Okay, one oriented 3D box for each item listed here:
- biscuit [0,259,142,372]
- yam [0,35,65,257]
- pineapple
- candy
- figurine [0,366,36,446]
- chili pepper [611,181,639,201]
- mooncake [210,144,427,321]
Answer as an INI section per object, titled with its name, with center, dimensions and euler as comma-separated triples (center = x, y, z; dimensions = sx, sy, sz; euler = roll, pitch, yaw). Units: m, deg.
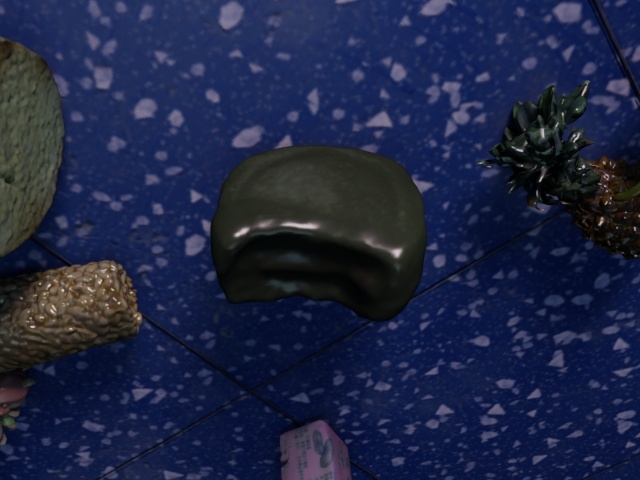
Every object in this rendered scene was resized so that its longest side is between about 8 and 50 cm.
[biscuit]
center = -0.253, 0.071, 0.631
dimensions = 0.169, 0.070, 0.082
euler = -11, 139, -2
[yam]
center = -0.339, -0.077, 0.439
dimensions = 0.305, 0.168, 0.168
euler = 8, 128, -12
[pineapple]
center = 0.245, -0.049, 0.591
dimensions = 0.221, 0.083, 0.103
euler = 27, 137, -27
[candy]
center = -0.001, 0.308, 0.805
dimensions = 0.073, 0.160, 0.092
euler = -21, 136, 13
[figurine]
center = -0.347, 0.145, 0.689
dimensions = 0.098, 0.081, 0.146
euler = -24, 143, -49
[chili pepper]
center = 0.312, -0.136, 0.506
dimensions = 0.063, 0.071, 0.272
euler = 20, 110, -52
[mooncake]
center = 0.000, 0.000, 0.545
dimensions = 0.168, 0.175, 0.104
euler = -32, 139, -39
